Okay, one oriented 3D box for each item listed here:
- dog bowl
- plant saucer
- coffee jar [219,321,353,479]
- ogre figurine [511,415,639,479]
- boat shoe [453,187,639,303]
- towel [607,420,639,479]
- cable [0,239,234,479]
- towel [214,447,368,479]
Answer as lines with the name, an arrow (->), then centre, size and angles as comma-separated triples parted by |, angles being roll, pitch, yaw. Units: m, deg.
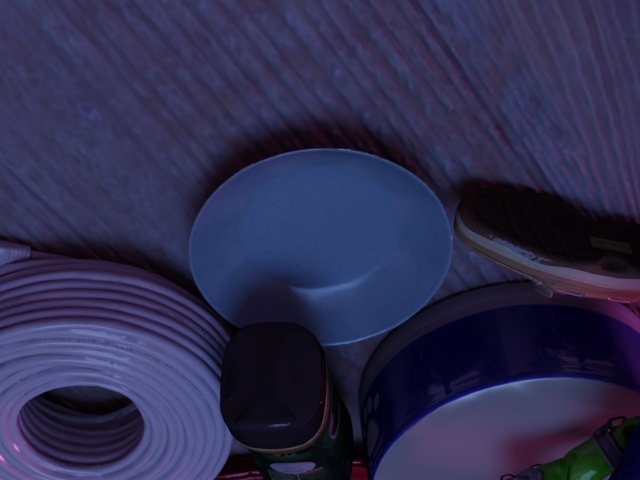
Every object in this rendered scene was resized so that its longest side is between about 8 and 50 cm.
dog bowl -> 0.167, 0.164, 0.925 | 0.265, 0.104, 0.264 | -2, 130, -2
plant saucer -> 0.000, 0.000, 0.819 | 0.195, 0.037, 0.195 | -1, 131, -1
coffee jar -> -0.024, 0.138, 0.865 | 0.079, 0.096, 0.184 | -3, 149, 9
ogre figurine -> 0.203, 0.229, 0.851 | 0.118, 0.096, 0.197 | -7, 135, -6
boat shoe -> 0.178, 0.017, 0.829 | 0.190, 0.068, 0.072 | 16, 139, -16
towel -> 0.343, 0.089, 0.805 | 0.228, 0.076, 0.308 | 28, 88, -29
cable -> -0.187, 0.124, 0.881 | 0.257, 0.089, 0.257 | 5, 130, -7
towel -> -0.035, 0.300, 1.080 | 0.199, 0.031, 0.274 | -4, 131, 1
